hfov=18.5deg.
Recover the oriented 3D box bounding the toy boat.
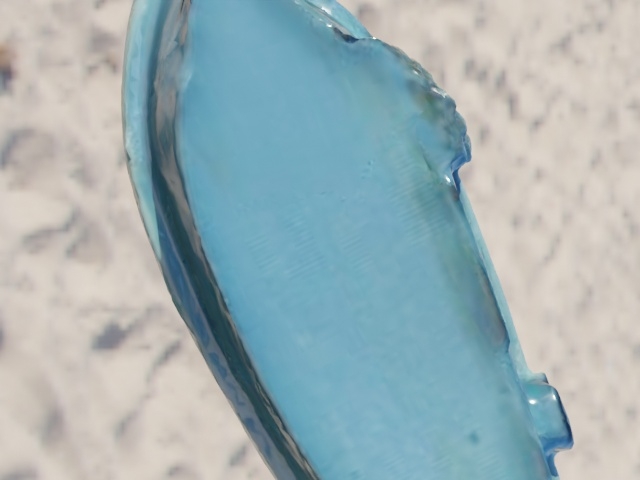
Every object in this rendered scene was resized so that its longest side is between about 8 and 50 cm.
[{"bbox_3d":[0.000,0.000,0.652,0.098,0.109,0.238,148,-81,-81],"label":"toy boat"}]
